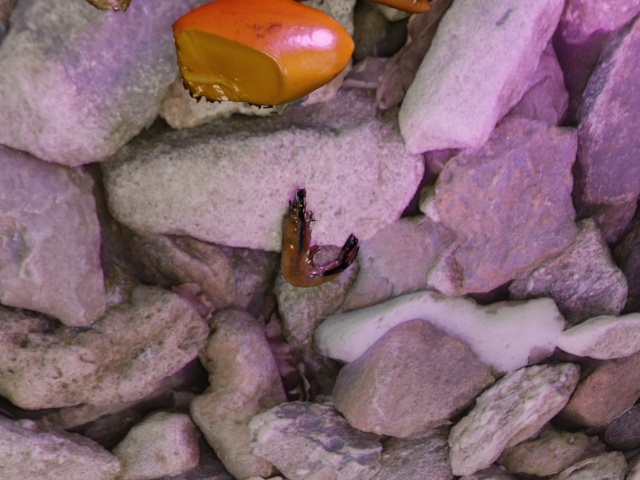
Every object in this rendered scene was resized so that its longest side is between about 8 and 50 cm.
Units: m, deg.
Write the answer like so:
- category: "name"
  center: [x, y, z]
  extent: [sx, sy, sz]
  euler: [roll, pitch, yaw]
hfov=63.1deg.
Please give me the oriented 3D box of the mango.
- category: "mango"
  center: [-0.080, -0.260, 0.713]
  extent: [0.252, 0.153, 0.126]
  euler: [-3, 139, 1]

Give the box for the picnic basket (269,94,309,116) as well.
- category: "picnic basket"
  center: [-0.058, -0.226, 0.803]
  extent: [0.083, 0.083, 0.065]
  euler: [3, 135, 26]

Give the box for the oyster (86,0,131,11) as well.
- category: "oyster"
  center: [-0.234, -0.391, 0.635]
  extent: [0.162, 0.107, 0.232]
  euler: [29, 105, -20]

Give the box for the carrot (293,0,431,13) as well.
- category: "carrot"
  center: [0.045, -0.372, 0.752]
  extent: [0.271, 0.062, 0.066]
  euler: [-6, 88, -17]

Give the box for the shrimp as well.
- category: "shrimp"
  center: [0.000, 0.000, 0.955]
  extent: [0.152, 0.046, 0.219]
  euler: [-8, 125, -11]
